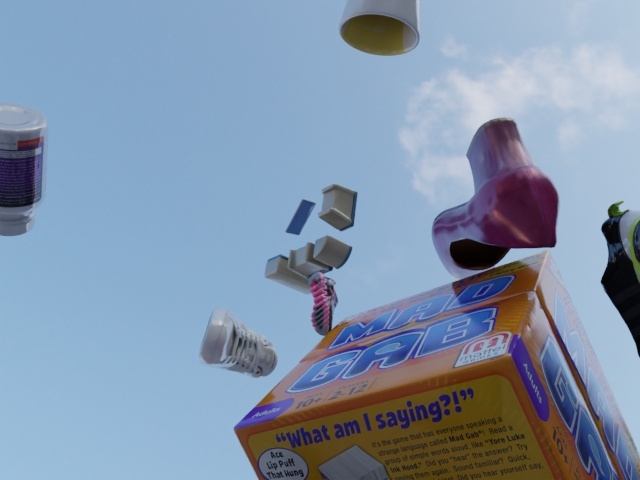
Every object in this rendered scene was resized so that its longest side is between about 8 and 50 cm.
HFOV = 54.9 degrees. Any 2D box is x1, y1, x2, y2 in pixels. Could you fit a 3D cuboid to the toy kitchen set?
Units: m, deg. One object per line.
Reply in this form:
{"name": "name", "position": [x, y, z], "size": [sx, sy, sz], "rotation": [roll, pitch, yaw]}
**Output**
{"name": "toy kitchen set", "position": [0.000, 0.000, 1.299], "size": [0.122, 0.166, 0.207], "rotation": [26, -31, -33]}

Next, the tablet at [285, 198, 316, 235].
{"name": "tablet", "position": [-0.043, -0.050, 1.333], "size": [0.054, 0.006, 0.083], "rotation": [12, -70, -57]}

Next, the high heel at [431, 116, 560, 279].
{"name": "high heel", "position": [0.236, 0.016, 0.861], "size": [0.127, 0.182, 0.377], "rotation": [-11, -30, 3]}

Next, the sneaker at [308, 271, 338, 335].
{"name": "sneaker", "position": [0.013, 0.116, 1.112], "size": [0.057, 0.120, 0.047], "rotation": [21, -36, -40]}

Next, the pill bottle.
{"name": "pill bottle", "position": [-0.490, -0.108, 0.970], "size": [0.108, 0.108, 0.194], "rotation": [9, -59, -14]}

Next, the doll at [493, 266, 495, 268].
{"name": "doll", "position": [0.406, 0.109, 1.471], "size": [0.046, 0.129, 0.189], "rotation": [-29, -43, 5]}

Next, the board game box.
{"name": "board game box", "position": [0.182, 0.275, 0.811], "size": [0.356, 0.356, 0.357], "rotation": [-23, -85, 30]}

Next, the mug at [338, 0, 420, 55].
{"name": "mug", "position": [0.044, -0.185, 0.479], "size": [0.062, 0.078, 0.064], "rotation": [18, -103, -40]}

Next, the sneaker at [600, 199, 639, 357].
{"name": "sneaker", "position": [0.375, 0.064, 0.701], "size": [0.084, 0.097, 0.235], "rotation": [-21, -73, -16]}

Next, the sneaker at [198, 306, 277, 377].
{"name": "sneaker", "position": [-0.138, 0.190, 1.116], "size": [0.123, 0.290, 0.106], "rotation": [14, -103, 5]}
